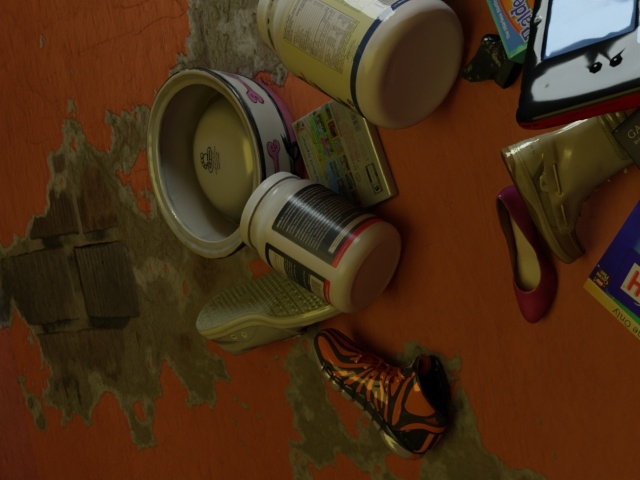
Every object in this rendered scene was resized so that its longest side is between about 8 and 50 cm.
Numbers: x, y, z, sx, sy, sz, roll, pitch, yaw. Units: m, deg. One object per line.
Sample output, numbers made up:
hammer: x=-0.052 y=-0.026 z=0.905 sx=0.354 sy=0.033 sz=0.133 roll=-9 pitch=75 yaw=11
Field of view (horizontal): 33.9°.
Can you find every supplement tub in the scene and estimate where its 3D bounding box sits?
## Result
supplement tub: x=0.000 y=0.000 z=2.015 sx=0.272 sy=0.191 sz=0.191 roll=32 pitch=122 yaw=27
supplement tub: x=0.064 y=-0.360 z=1.845 sx=0.325 sy=0.235 sz=0.235 roll=37 pitch=125 yaw=37

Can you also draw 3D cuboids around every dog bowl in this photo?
dog bowl: x=-0.200 y=-0.172 z=2.254 sx=0.408 sy=0.150 sz=0.407 roll=16 pitch=112 yaw=45

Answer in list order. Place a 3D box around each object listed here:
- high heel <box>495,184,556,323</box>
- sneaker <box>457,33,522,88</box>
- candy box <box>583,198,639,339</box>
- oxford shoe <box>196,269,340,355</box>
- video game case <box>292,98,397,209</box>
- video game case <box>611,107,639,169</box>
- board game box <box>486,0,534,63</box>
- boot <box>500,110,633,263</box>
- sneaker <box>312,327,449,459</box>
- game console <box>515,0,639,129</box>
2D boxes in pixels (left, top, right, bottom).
high heel: x=0.329 y=0.027 z=1.738 sx=0.082 sy=0.117 sz=0.244 roll=18 pitch=113 yaw=44
sneaker: x=0.299 y=-0.318 z=1.733 sx=0.089 sy=0.051 sz=0.170 roll=47 pitch=134 yaw=24
candy box: x=0.562 y=0.028 z=1.477 sx=0.268 sy=0.122 sz=0.317 roll=46 pitch=132 yaw=29
oxford shoe: x=-0.079 y=0.150 z=2.230 sx=0.449 sy=0.169 sz=0.130 roll=-19 pitch=127 yaw=41
video game case: x=0.045 y=-0.163 z=2.077 sx=0.206 sy=0.026 sz=0.226 roll=-24 pitch=82 yaw=48
video game case: x=0.521 y=-0.089 z=1.346 sx=0.274 sy=0.026 sz=0.196 roll=57 pitch=141 yaw=13
board game box: x=0.358 y=-0.393 z=1.610 sx=0.210 sy=0.047 sz=0.160 roll=-30 pitch=70 yaw=36
boot: x=0.414 y=-0.089 z=1.616 sx=0.204 sy=0.262 sz=0.095 roll=-28 pitch=38 yaw=12
sneaker: x=0.133 y=0.254 z=2.032 sx=0.321 sy=0.125 sz=0.180 roll=45 pitch=126 yaw=18
game console: x=0.429 y=-0.327 z=1.371 sx=0.342 sy=0.060 sz=0.386 roll=-10 pitch=49 yaw=33
